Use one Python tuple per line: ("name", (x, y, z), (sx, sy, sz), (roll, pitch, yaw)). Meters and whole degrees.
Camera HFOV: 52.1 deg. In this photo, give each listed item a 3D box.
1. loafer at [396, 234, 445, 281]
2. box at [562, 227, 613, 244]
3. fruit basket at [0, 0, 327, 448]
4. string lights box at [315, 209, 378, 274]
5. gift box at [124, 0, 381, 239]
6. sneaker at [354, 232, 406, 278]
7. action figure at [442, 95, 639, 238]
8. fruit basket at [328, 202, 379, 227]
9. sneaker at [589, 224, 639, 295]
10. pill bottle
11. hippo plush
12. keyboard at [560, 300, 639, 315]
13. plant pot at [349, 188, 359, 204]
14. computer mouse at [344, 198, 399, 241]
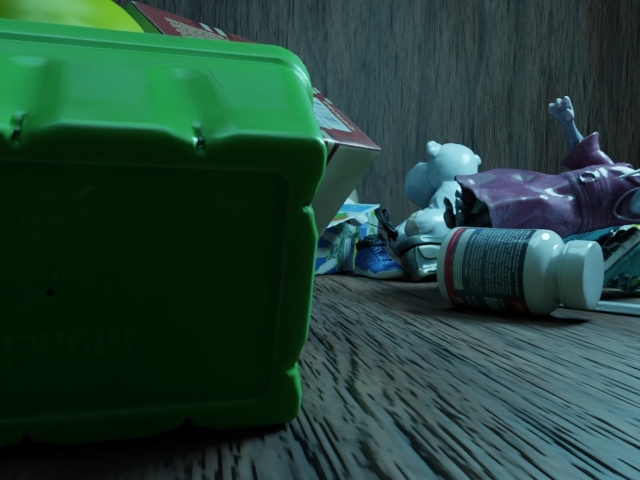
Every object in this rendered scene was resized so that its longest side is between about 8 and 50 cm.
("loafer", (0.265, 0.046, 1.256), (0.267, 0.084, 0.096), (4, -31, -29))
("box", (0.540, -0.015, 1.311), (0.244, 0.060, 0.100), (-34, -19, 27))
("fruit basket", (-0.193, -0.044, 0.455), (0.392, 0.283, 0.392), (6, 16, -2))
("string lights box", (0.000, 0.000, 1.336), (0.259, 0.133, 0.076), (-2, 7, -43))
("gift box", (-0.108, -0.065, 0.735), (0.276, 0.258, 0.255), (5, 38, -51))
("sneaker", (0.113, 0.029, 1.275), (0.058, 0.085, 0.152), (0, 3, -24))
("action figure", (0.378, -0.045, 0.960), (0.370, 0.276, 0.248), (-9, 33, 4))
("fruit basket", (-0.135, -0.028, 1.053), (0.327, 0.165, 0.353), (3, 23, 42))
("sneaker", (0.475, 0.036, 1.006), (0.275, 0.110, 0.107), (-21, -4, -32))
("pill bottle", (0.247, 0.038, 0.815), (0.180, 0.108, 0.108), (3, 3, 40))
("hippo plush", (0.250, -0.090, 1.350), (0.234, 0.237, 0.294), (6, -29, -34))
("keyboard", (0.422, 0.089, 0.819), (0.072, 0.014, 0.256), (6, -1, -44))
("plant pot", (-0.010, -0.044, 1.594), (0.256, 0.257, 0.274), (0, 19, -7))
("computer mouse", (0.061, -0.059, 1.277), (0.193, 0.042, 0.106), (18, 27, -13))
